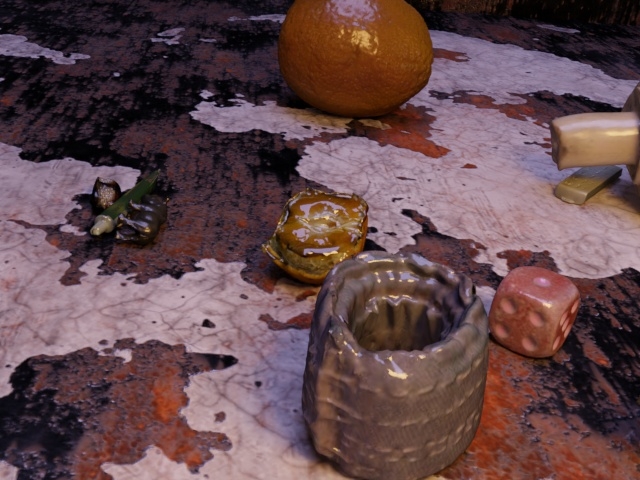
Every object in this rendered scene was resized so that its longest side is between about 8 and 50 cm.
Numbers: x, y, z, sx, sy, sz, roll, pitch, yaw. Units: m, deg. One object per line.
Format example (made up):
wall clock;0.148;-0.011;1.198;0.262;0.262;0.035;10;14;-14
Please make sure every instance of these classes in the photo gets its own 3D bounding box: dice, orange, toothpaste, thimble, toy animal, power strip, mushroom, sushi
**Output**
dice;0.284;0.094;0.991;0.093;0.091;0.094;25;33;32
orange;0.084;-0.440;1.723;0.357;0.322;0.322;15;28;-3
toothpaste;-0.315;-0.059;1.216;0.031;0.049;0.204;30;34;1
thimble;0.077;0.127;0.810;0.205;0.172;0.236;18;32;28
toy animal;-0.276;-0.038;1.179;0.065;0.047;0.135;10;27;-3
orange;0.000;0.000;1.092;0.170;0.112;0.160;-26;47;-8
power strip;0.552;-0.124;1.511;0.060;0.027;0.253;25;34;31
mushroom;0.606;-0.181;1.384;0.336;0.314;0.314;-5;26;14
sushi;-0.358;-0.072;1.244;0.046;0.044;0.083;19;25;-23

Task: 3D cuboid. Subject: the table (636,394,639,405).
table;0.467;0.182;0.841;0.240;0.111;0.121;-18;36;-37
